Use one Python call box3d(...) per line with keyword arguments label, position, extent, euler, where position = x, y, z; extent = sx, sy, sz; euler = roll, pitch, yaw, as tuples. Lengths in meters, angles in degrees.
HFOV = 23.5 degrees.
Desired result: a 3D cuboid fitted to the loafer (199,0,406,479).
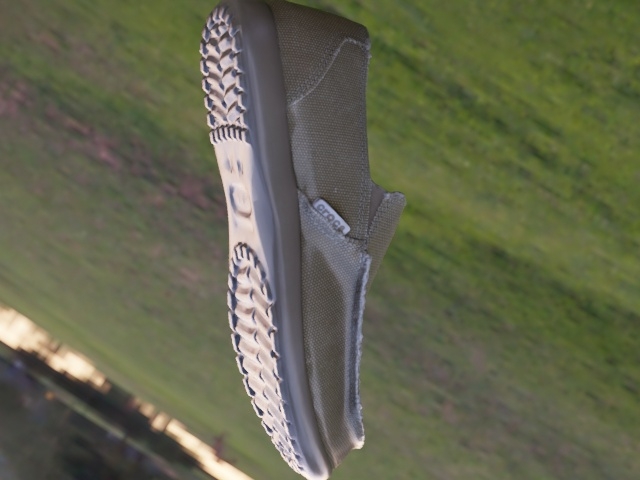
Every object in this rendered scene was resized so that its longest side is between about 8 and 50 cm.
box3d(label="loafer", position=(0.000, 0.000, 0.452), extent=(0.056, 0.050, 0.148), euler=(-144, 45, -66))
